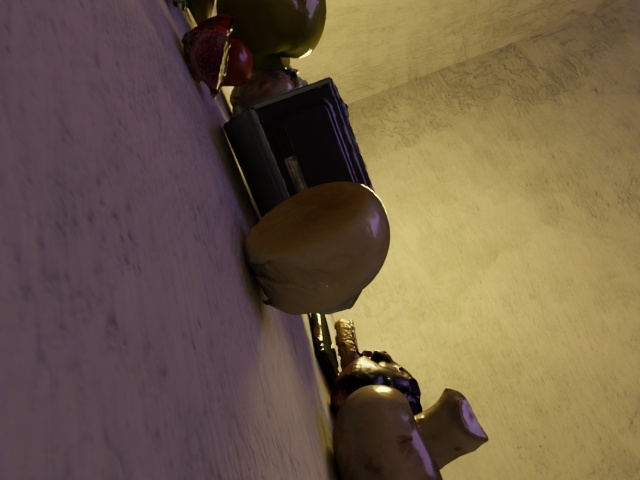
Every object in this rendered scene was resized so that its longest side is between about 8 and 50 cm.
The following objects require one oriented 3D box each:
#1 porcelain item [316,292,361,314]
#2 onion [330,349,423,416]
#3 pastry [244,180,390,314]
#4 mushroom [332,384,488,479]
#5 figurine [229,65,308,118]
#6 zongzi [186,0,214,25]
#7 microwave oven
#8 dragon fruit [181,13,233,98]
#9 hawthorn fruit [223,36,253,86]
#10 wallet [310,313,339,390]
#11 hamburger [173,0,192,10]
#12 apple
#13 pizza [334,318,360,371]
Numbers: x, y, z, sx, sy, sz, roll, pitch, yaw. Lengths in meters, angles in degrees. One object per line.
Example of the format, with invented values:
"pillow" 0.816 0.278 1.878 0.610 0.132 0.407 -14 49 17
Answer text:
"porcelain item" 0.000 0.000 1.415 0.242 0.179 0.404 113 -34 -53
"onion" 0.133 0.409 1.232 0.281 0.221 0.280 38 40 -40
"pastry" -0.006 0.006 0.815 0.264 0.265 0.133 -109 176 -55
"mushroom" 0.178 0.413 0.933 0.297 0.290 0.297 -21 90 -90
"figurine" -0.139 -0.362 1.402 0.210 0.254 0.361 94 -24 -47
"zongzi" -0.278 -0.677 1.185 0.274 0.145 0.299 18 -55 56
"microwave oven" -0.028 -0.142 1.078 0.286 0.219 0.354 8 -59 67
"dragon fruit" -0.230 -0.371 0.952 0.102 0.096 0.147 -94 -162 -49
"hawthorn fruit" -0.222 -0.448 1.192 0.140 0.125 0.125 -59 -137 48
"wallet" 0.013 0.303 1.447 0.317 0.044 0.168 -106 177 -68
"hamburger" -0.286 -0.628 0.996 0.276 0.151 0.260 -110 -179 -61
"apple" -0.127 -0.599 1.284 0.292 0.292 0.253 64 19 -82
"pizza" 0.105 0.446 1.525 0.435 0.080 0.391 -152 -128 -87
